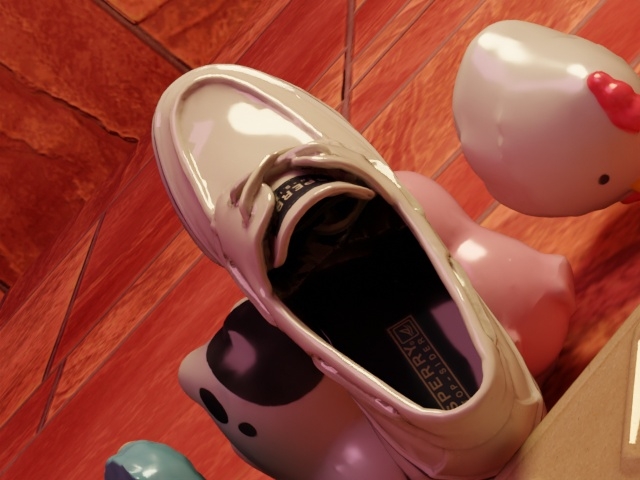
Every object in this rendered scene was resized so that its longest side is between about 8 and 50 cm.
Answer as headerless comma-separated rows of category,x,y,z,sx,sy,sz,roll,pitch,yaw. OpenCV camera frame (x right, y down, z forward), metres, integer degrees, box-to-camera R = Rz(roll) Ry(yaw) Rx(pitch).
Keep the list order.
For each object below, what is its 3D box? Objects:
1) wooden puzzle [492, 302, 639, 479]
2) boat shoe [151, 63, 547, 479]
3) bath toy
wooden puzzle,0.132,0.123,0.580,0.348,0.080,0.322,-55,14,4
boat shoe,0.000,0.000,0.799,0.096,0.088,0.267,-33,57,-3
bath toy,0.056,0.037,0.881,0.348,0.151,0.129,-50,19,-15
